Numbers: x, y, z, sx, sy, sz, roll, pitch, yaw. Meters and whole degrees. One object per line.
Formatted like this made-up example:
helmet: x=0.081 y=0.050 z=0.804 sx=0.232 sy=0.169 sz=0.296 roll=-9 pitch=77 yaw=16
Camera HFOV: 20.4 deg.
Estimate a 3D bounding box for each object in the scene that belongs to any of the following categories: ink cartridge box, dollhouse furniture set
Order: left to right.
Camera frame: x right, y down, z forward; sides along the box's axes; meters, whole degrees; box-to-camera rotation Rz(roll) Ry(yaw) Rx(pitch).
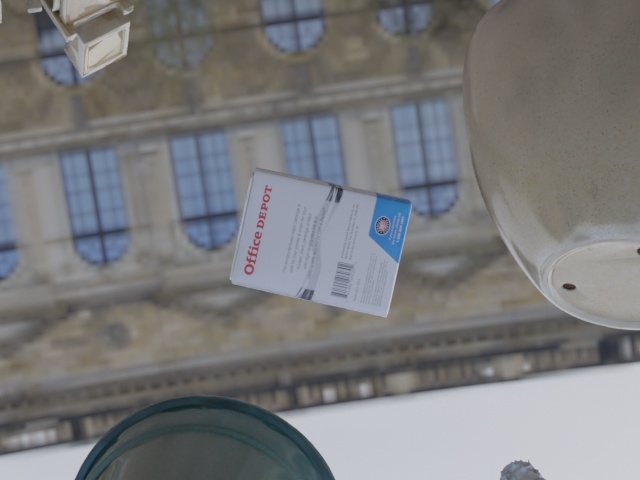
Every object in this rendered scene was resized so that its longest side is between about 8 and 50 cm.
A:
dollhouse furniture set: x=-0.231 y=-0.183 z=1.304 sx=0.161 sy=0.101 sz=0.182 roll=-29 pitch=165 yaw=-20
ink cartridge box: x=0.000 y=0.000 z=2.104 sx=0.190 sy=0.139 sz=0.082 roll=13 pitch=-175 yaw=-1

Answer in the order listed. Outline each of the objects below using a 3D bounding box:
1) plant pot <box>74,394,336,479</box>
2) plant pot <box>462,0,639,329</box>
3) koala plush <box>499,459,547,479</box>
plant pot: x=-0.149 y=0.370 z=1.966 sx=0.341 sy=0.341 sz=0.334 roll=-7 pitch=-174 yaw=5
plant pot: x=0.237 y=-0.046 z=1.339 sx=0.284 sy=0.284 sz=0.191 roll=-3 pitch=-124 yaw=24
koala plush: x=0.259 y=0.388 z=2.119 sx=0.203 sy=0.196 sz=0.221 roll=-14 pitch=-133 yaw=-20
